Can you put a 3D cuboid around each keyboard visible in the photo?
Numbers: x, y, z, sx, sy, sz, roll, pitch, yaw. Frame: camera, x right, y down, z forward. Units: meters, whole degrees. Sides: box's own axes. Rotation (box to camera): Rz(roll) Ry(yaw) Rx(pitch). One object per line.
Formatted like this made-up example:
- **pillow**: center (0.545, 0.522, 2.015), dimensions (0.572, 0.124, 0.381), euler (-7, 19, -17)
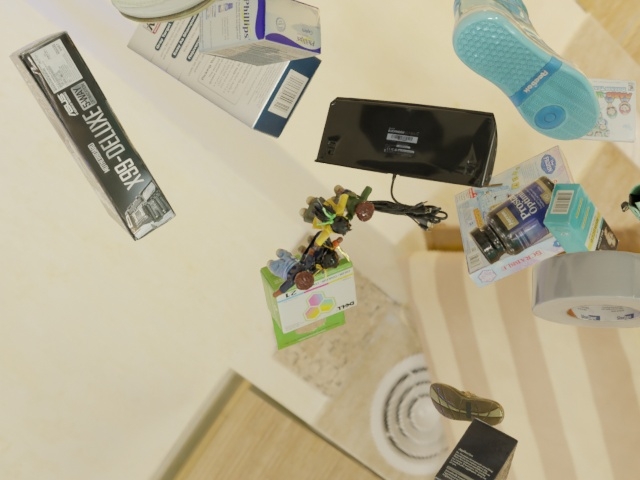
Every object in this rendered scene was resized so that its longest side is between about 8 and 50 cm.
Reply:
- **keyboard**: center (0.129, -0.125, 1.410), dimensions (0.317, 0.033, 0.202), euler (13, 87, 34)

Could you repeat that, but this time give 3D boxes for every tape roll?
- **tape roll**: center (0.440, 0.080, 1.348), dimensions (0.219, 0.219, 0.072), euler (-22, 58, 56)

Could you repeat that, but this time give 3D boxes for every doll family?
- **doll family**: center (0.000, 0.000, 1.182), dimensions (0.193, 0.076, 0.111), euler (-62, 32, 4)

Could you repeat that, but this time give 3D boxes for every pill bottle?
- **pill bottle**: center (0.462, -0.042, 2.017), dimensions (0.219, 0.123, 0.123), euler (-35, 20, 5)

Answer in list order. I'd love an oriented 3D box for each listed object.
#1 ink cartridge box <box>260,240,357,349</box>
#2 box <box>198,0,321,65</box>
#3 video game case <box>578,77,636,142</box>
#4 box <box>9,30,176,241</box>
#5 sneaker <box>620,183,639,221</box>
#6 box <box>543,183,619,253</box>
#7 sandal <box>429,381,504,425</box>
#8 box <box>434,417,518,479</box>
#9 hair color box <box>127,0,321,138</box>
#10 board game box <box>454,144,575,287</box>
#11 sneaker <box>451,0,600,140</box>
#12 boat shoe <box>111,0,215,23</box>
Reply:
- **ink cartridge box**: center (-0.016, 0.151, 1.966), dimensions (0.188, 0.255, 0.097), euler (-21, 39, -15)
- **box**: center (-0.089, -0.309, 1.277), dimensions (0.137, 0.126, 0.072), euler (0, 90, 39)
- **video game case**: center (0.636, -0.297, 1.969), dimensions (0.019, 0.157, 0.143), euler (93, 180, -82)
- **box**: center (-0.351, -0.164, 1.320), dimensions (0.076, 0.308, 0.242), euler (-34, 22, -14)
- **sneaker**: center (0.700, -0.012, 1.764), dimensions (0.094, 0.151, 0.256), euler (-41, 32, 24)
- **box**: center (0.569, -0.019, 1.882), dimensions (0.060, 0.244, 0.101), euler (3, 63, 42)
- **sandal**: center (0.311, 0.345, 1.830), dimensions (0.180, 0.072, 0.049), euler (9, 13, 37)
- **box**: center (0.272, 0.436, 1.563), dimensions (0.158, 0.093, 0.156), euler (-43, -32, -39)
- **hair color box**: center (-0.185, -0.353, 1.639), dimensions (0.174, 0.347, 0.105), euler (-59, -25, 9)
- **board game box**: center (0.520, -0.065, 2.267), dimensions (0.317, 0.066, 0.319), euler (-26, 38, 23)
- **sneaker**: center (0.345, -0.319, 1.460), dimensions (0.127, 0.319, 0.208), euler (-36, 32, 30)
- **boat shoe**: center (-0.137, -0.340, 1.012), dimensions (0.302, 0.113, 0.103), euler (-15, -3, 23)
